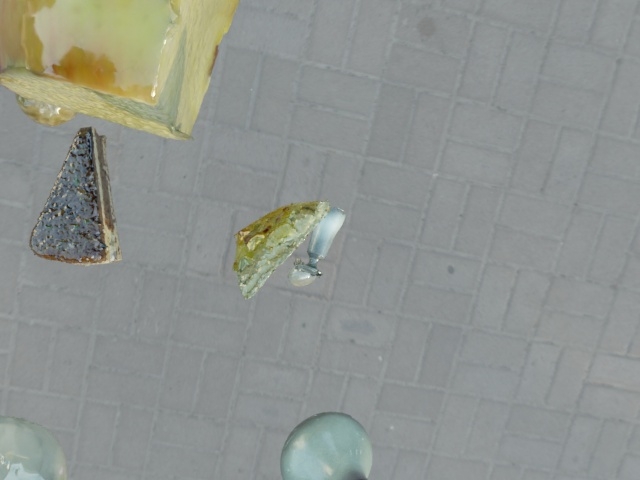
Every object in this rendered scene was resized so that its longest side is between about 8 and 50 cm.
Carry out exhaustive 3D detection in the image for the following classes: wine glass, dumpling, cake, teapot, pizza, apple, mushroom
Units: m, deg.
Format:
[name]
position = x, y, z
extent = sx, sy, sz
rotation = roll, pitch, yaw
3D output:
[wine glass]
position = 0.000, 0.000, 1.427
extent = 0.072, 0.072, 0.155
rotation = 23, 77, -11
[dumpling]
position = -0.288, 0.232, 0.596
extent = 0.108, 0.188, 0.127
rotation = -34, 147, -32
[cake]
position = -0.443, -0.072, 1.136
extent = 0.135, 0.112, 0.246
rotation = -9, 85, -2
[teapot]
position = 0.038, 0.428, 1.147
extent = 0.183, 0.251, 0.184
rotation = -5, 104, -20
[pizza]
position = -0.049, 0.006, 0.585
extent = 0.123, 0.109, 0.026
rotation = -20, 126, 38
[apple]
position = -0.186, -0.277, 0.676
extent = 0.252, 0.314, 0.309
rotation = 17, 87, -48
[mushroom]
position = -0.054, 0.085, 1.798
extent = 0.085, 0.079, 0.085
rotation = -13, 149, -8

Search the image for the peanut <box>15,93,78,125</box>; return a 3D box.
[peanut]
position = -0.342, -0.263, 0.866
extent = 0.095, 0.108, 0.226
rotation = 20, 84, -34
